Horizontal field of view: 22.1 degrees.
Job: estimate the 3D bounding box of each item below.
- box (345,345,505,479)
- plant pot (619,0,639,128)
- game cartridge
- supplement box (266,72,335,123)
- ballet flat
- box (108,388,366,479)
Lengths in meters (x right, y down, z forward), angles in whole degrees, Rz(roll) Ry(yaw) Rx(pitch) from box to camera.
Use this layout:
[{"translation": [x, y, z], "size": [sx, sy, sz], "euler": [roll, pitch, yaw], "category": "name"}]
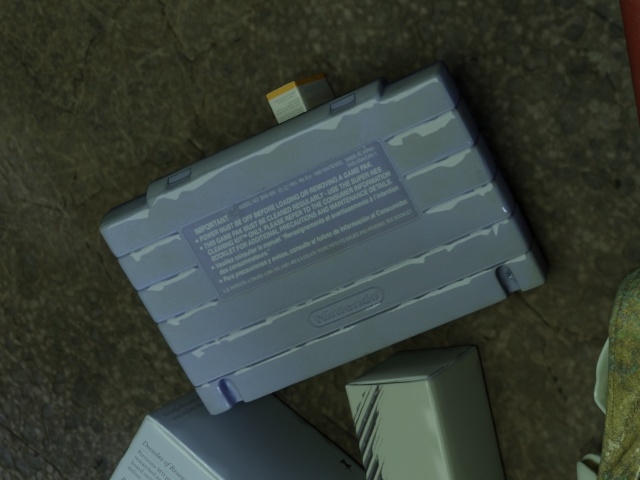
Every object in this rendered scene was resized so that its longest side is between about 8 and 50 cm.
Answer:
[{"translation": [0.113, 0.245, 1.531], "size": [0.094, 0.113, 0.275], "euler": [-8, 98, 31], "category": "box"}, {"translation": [0.339, -0.163, 1.225], "size": [0.272, 0.272, 0.265], "euler": [4, 114, 28], "category": "plant pot"}, {"translation": [0.000, 0.000, 1.491], "size": [0.355, 0.068, 0.230], "euler": [-23, 104, 19], "category": "game cartridge"}, {"translation": [-0.004, -0.102, 1.528], "size": [0.036, 0.062, 0.098], "euler": [-24, 91, 30], "category": "supplement box"}, {"translation": [0.280, 0.182, 1.433], "size": [0.123, 0.123, 0.348], "euler": [16, 111, 24], "category": "ballet flat"}, {"translation": [-0.082, 0.241, 1.593], "size": [0.182, 0.181, 0.119], "euler": [39, 115, 16], "category": "box"}]
